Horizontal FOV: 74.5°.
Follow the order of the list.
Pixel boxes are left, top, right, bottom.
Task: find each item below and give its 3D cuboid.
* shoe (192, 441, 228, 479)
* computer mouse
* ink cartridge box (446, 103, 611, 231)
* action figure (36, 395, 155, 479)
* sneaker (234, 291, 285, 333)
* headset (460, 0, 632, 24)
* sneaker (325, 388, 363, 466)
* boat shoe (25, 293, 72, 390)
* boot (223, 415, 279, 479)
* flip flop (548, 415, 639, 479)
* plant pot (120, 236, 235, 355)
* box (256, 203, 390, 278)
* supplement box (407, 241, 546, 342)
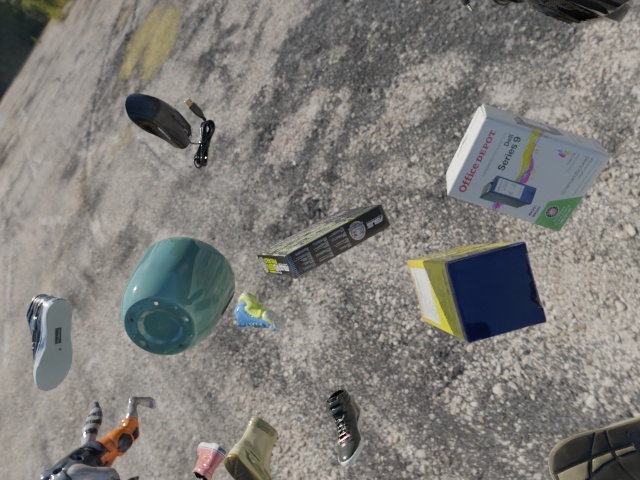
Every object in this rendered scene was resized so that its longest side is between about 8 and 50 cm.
[{"bbox_3d":[-0.312,0.597,1.132,0.178,0.063,0.081,-40,10,51],"label":"shoe"},{"bbox_3d":[-0.380,-0.334,1.132,0.060,0.262,0.183,-15,55,33],"label":"computer mouse"},{"bbox_3d":[0.352,-0.128,0.744,0.093,0.213,0.154,-64,-7,-55],"label":"ink cartridge box"},{"bbox_3d":[-0.525,0.505,0.883,0.341,0.178,0.330,-37,6,5],"label":"action figure"},{"bbox_3d":[-0.248,0.316,1.661,0.240,0.091,0.126,37,94,28],"label":"sneaker"},{"bbox_3d":[0.263,-0.347,0.429,0.394,0.186,0.243,-87,19,-84],"label":"headset"},{"bbox_3d":[0.071,0.639,1.469,0.105,0.146,0.295,-35,9,15],"label":"sneaker"},{"bbox_3d":[-0.542,0.198,0.836,0.083,0.065,0.183,9,92,33],"label":"boat shoe"},{"bbox_3d":[-0.175,0.720,1.348,0.095,0.261,0.203,-37,5,22],"label":"boot"},{"bbox_3d":[0.461,0.299,0.575,0.278,0.080,0.112,-19,56,13],"label":"flip flop"},{"bbox_3d":[-0.400,0.168,1.153,0.293,0.293,0.235,-43,18,17],"label":"plant pot"},{"bbox_3d":[0.000,0.000,1.020,0.270,0.060,0.216,-29,12,-23],"label":"box"},{"bbox_3d":[0.391,0.123,1.122,0.196,0.356,0.193,-14,89,-4],"label":"supplement box"}]
